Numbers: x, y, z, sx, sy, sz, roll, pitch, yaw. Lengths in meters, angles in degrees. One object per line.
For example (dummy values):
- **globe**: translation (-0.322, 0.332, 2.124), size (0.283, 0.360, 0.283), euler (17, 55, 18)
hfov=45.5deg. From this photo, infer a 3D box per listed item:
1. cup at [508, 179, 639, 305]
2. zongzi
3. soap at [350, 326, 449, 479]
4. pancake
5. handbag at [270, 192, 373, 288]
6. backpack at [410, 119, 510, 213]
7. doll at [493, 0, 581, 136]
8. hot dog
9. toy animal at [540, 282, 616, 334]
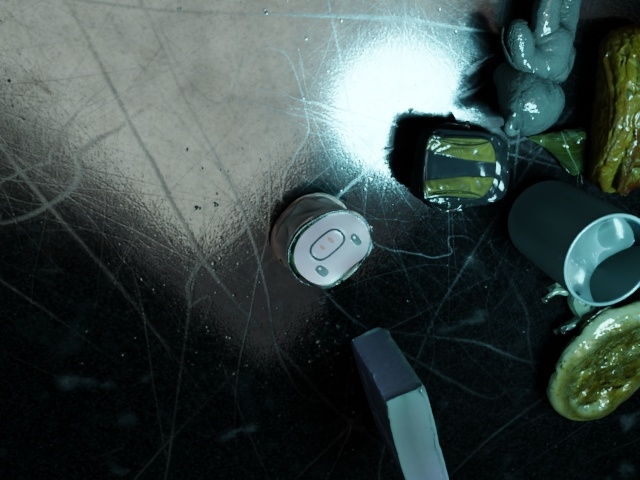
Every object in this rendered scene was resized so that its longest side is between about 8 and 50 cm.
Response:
- **cup**: translation (0.557, -0.011, 1.690), size (0.206, 0.312, 0.205), euler (-5, 112, -12)
- **zongzi**: translation (0.551, -0.188, 1.776), size (0.131, 0.062, 0.154), euler (-7, 130, 11)
- **soap**: translation (0.182, 0.386, 1.764), size (0.107, 0.296, 0.285), euler (-19, 112, -6)
- **pancake**: translation (0.751, 0.305, 1.957), size (0.382, 0.071, 0.382), euler (-13, 127, -18)
- **handbag**: translation (0.000, 0.000, 1.663), size (0.205, 0.116, 0.179), euler (-43, 116, 4)
- **backpack**: translation (0.314, -0.161, 1.680), size (0.258, 0.133, 0.206), euler (1, 102, -21)
- **doll**: translation (0.454, -0.389, 1.629), size (0.246, 0.158, 0.340), euler (-4, 101, -47)
- **hot dog**: translation (0.704, -0.280, 1.694), size (0.267, 0.174, 0.387), euler (-16, 116, -27)
- **toy animal**: translation (0.659, 0.160, 1.918), size (0.176, 0.073, 0.216), euler (-29, 110, -8)
